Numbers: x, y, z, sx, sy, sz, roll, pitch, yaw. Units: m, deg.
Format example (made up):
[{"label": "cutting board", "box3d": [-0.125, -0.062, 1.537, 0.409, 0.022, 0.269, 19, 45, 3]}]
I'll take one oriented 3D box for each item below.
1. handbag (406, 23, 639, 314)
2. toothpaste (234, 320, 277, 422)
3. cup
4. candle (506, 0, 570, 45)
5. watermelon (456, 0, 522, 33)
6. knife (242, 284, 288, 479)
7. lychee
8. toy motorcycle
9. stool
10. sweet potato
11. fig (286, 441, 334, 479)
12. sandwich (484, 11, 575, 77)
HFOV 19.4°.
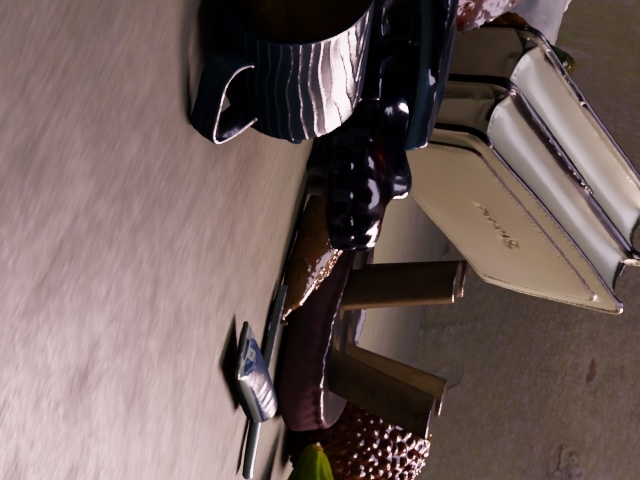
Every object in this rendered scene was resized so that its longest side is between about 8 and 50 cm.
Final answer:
[{"label": "handbag", "box3d": [0.190, -0.084, 2.011, 0.358, 0.237, 0.160, 46, 61, -43]}, {"label": "toothpaste", "box3d": [-0.066, 0.138, 1.812, 0.197, 0.035, 0.057, 78, 19, -66]}, {"label": "cup", "box3d": [-0.035, -0.147, 1.362, 0.138, 0.150, 0.113, 93, -22, -61]}, {"label": "candle", "box3d": [0.229, -0.300, 2.600, 0.221, 0.221, 0.342, 90, 15, -60]}, {"label": "watermelon", "box3d": [0.109, -0.273, 1.807, 0.261, 0.201, 0.213, -60, 153, -55]}, {"label": "knife", "box3d": [-0.060, 0.149, 1.955, 0.028, 0.015, 0.210, -23, 125, -73]}, {"label": "lychee", "box3d": [0.050, 0.248, 2.360, 0.188, 0.188, 0.188, 13, 90, -83]}, {"label": "toy motorcycle", "box3d": [0.031, -0.202, 1.567, 0.232, 0.172, 0.416, -78, 168, -59]}, {"label": "stool", "box3d": [0.064, 0.105, 2.185, 0.272, 0.178, 0.272, 11, 90, -82]}, {"label": "sweet potato", "box3d": [0.000, 0.000, 2.000, 0.068, 0.060, 0.206, 47, 60, -40]}, {"label": "fig", "box3d": [-0.020, 0.379, 2.217, 0.167, 0.167, 0.233, 91, -23, -59]}, {"label": "sandwich", "box3d": [0.144, -0.200, 2.162, 0.109, 0.292, 0.212, 34, 53, -67]}]
